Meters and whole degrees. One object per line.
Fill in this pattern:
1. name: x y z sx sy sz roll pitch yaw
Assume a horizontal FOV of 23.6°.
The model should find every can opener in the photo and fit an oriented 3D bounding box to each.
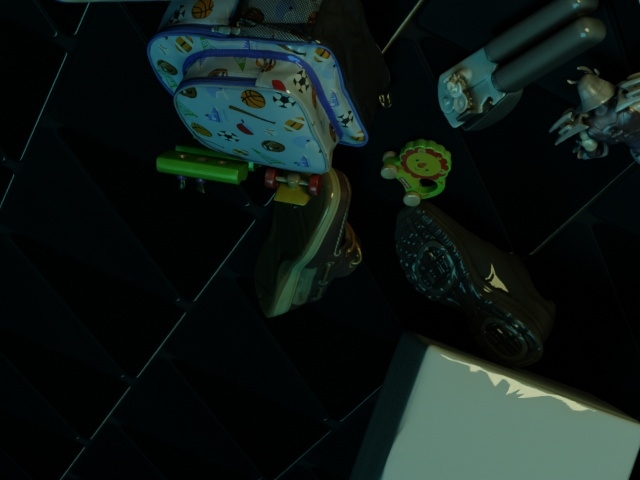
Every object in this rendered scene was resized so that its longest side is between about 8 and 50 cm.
1. can opener: 0.238 -0.214 1.824 0.093 0.074 0.280 -4 163 -34

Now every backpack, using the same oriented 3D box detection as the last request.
1. backpack: -0.072 -0.212 1.855 0.263 0.213 0.276 15 152 25

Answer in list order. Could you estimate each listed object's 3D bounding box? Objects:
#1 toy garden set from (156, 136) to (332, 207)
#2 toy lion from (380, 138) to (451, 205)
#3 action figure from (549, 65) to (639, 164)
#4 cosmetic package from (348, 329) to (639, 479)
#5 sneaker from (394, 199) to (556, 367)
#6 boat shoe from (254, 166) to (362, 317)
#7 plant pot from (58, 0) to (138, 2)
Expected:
1. toy garden set: -0.076 -0.099 1.989 0.203 0.244 0.049 10 109 14
2. toy lion: 0.137 -0.096 2.071 0.096 0.034 0.100 -15 135 30
3. action figure: 0.402 -0.119 1.850 0.285 0.099 0.185 38 150 -22
4. cosmetic package: 0.234 0.343 2.257 0.327 0.329 0.393 20 180 -2
5. sneaker: 0.220 0.047 2.171 0.286 0.130 0.109 49 133 -4
6. boat shoe: 0.000 0.000 2.224 0.123 0.123 0.342 -4 147 -20
7. plant pot: -0.197 -0.378 1.567 0.236 0.212 0.236 0 150 4
